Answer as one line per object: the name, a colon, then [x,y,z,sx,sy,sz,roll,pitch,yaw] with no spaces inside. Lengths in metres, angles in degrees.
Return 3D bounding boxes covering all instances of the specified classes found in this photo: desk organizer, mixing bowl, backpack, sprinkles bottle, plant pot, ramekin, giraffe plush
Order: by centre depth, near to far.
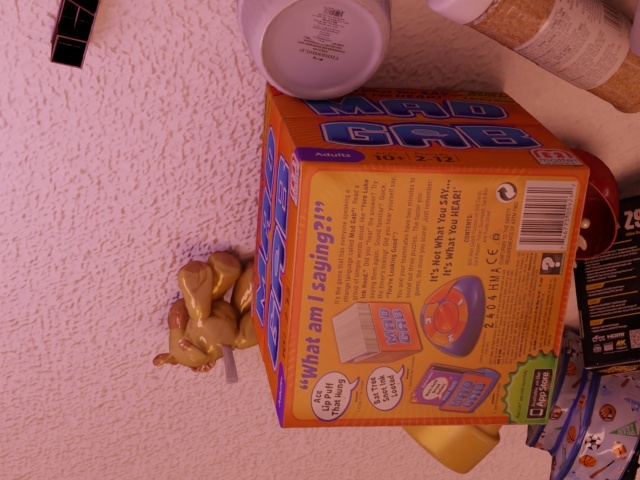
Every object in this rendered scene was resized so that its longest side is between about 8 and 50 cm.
desk organizer: [-0.315,-0.291,1.595,0.047,0.050,0.130,11,129,-18]
ramekin: [-0.004,-0.281,1.613,0.207,0.109,0.207,-4,132,-4]
sprinkles bottle: [0.311,-0.289,1.644,0.355,0.121,0.121,23,125,-26]
mixing bowl: [0.376,-0.071,1.846,0.181,0.098,0.181,25,143,20]
giraffe plush: [-0.178,0.137,1.945,0.181,0.210,0.170,17,156,-27]
plant pot: [0.236,0.210,2.021,0.239,0.254,0.254,-45,125,8]
backpack: [0.469,0.298,2.107,0.213,0.263,0.277,10,132,4]

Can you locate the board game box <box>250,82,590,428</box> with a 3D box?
board game box: [0.108,0.009,1.658,0.356,0.356,0.357,1,112,-10]

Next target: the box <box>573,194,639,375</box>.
box: [0.539,0.051,1.833,0.322,0.257,0.079,-14,158,30]

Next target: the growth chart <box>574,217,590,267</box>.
growth chart: [0.310,0.007,1.888,0.172,0.021,0.237,31,144,10]

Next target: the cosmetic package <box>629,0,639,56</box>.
cosmetic package: [0.601,-0.358,1.419,0.327,0.329,0.394,4,110,-11]
